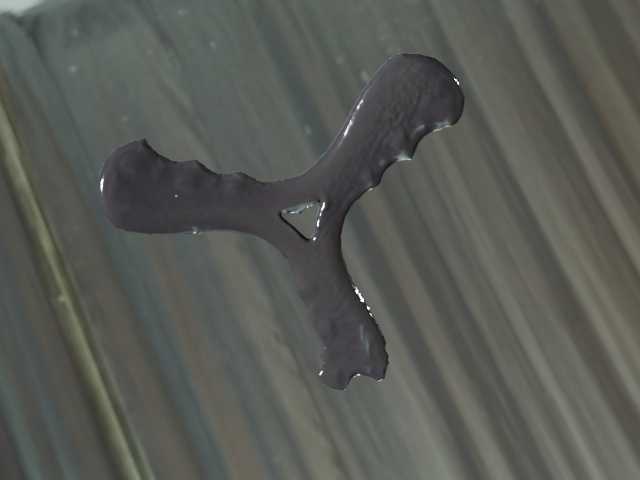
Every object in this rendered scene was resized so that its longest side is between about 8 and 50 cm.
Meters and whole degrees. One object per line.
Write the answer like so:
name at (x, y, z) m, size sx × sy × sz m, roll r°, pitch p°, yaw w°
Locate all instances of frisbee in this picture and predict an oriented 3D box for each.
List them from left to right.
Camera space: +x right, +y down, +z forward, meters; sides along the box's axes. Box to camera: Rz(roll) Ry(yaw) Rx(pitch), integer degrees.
frisbee at (0.000, 0.000, 0.842) m, size 0.211 × 0.187 × 0.012 m, roll -22°, pitch -163°, yaw 2°
